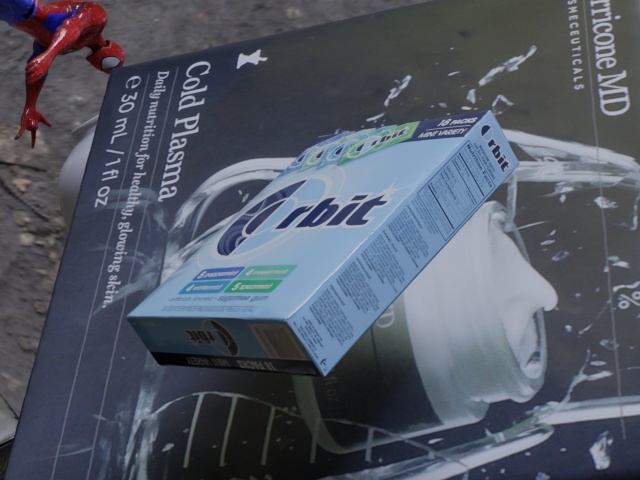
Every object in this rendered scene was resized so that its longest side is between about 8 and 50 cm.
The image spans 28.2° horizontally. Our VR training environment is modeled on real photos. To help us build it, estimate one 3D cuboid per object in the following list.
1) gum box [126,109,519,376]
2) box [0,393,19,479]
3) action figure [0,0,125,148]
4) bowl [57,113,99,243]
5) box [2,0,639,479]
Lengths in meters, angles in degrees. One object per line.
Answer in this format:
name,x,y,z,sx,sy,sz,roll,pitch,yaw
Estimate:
gum box,0.000,0.000,0.725,0.184,0.157,0.041,-44,114,-31
box,-0.316,0.172,1.048,0.077,0.147,0.180,-26,149,-36
action figure,-0.285,-0.179,1.111,0.280,0.091,0.139,21,69,-45
bowl,-0.232,-0.118,1.669,0.298,0.298,0.134,-33,98,-24
box,0.058,0.073,1.013,0.297,0.472,0.480,65,22,-45
